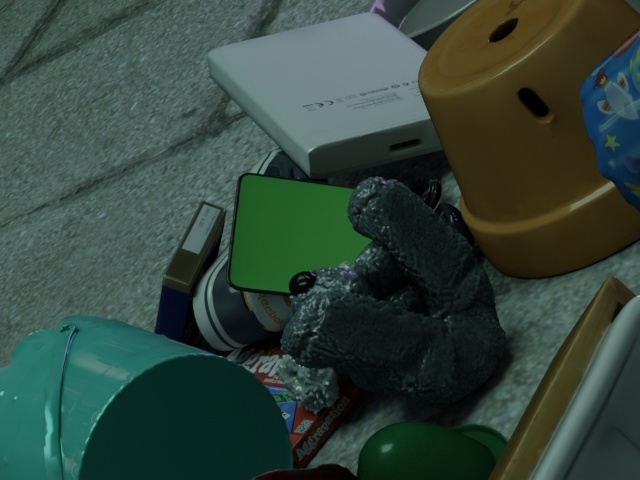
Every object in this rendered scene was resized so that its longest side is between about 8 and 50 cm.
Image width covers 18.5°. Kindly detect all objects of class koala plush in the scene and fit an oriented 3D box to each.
[{"bbox_3d":[0.044,0.077,1.869,0.221,0.203,0.196,-20,39,60],"label":"koala plush"}]

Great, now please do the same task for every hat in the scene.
[{"bbox_3d":[0.048,0.168,1.672,0.173,0.183,0.208,-36,23,4],"label":"hat"}]

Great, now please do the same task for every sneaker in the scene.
[{"bbox_3d":[-0.026,-0.003,2.181,0.127,0.126,0.321,-19,30,31],"label":"sneaker"}]

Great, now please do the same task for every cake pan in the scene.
[{"bbox_3d":[0.185,-0.335,2.570,0.293,0.054,0.293,-31,24,16],"label":"cake pan"}]

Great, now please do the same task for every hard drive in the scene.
[{"bbox_3d":[0.031,-0.177,2.330,0.233,0.047,0.353,-15,28,-16],"label":"hard drive"}]

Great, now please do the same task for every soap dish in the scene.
[{"bbox_3d":[0.211,0.203,1.338,0.118,0.229,0.291,-36,16,52],"label":"soap dish"}]

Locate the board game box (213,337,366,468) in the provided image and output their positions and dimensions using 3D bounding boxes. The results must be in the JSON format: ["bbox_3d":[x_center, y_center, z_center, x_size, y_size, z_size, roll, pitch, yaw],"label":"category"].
[{"bbox_3d":[-0.058,0.162,2.044,0.145,0.027,0.281,-48,24,-24],"label":"board game box"}]

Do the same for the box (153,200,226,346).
[{"bbox_3d":[-0.155,0.082,2.201,0.136,0.036,0.225,-67,-5,-48],"label":"box"}]

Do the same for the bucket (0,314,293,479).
[{"bbox_3d":[-0.173,0.213,1.825,0.183,0.281,0.281,5,48,52],"label":"bucket"}]

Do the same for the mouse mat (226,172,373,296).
[{"bbox_3d":[0.000,0.000,2.070,0.007,0.189,0.152,105,172,-54],"label":"mouse mat"}]

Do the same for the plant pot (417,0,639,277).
[{"bbox_3d":[0.230,-0.133,1.940,0.291,0.203,0.291,-32,24,16],"label":"plant pot"}]

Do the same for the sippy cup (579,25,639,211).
[{"bbox_3d":[0.356,-0.127,1.708,0.224,0.240,0.305,-33,18,38],"label":"sippy cup"}]

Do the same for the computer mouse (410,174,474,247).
[{"bbox_3d":[0.126,-0.016,2.099,0.071,0.041,0.242,-60,13,15],"label":"computer mouse"}]

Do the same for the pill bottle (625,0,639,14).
[{"bbox_3d":[0.306,-0.308,2.179,0.181,0.181,0.323,-41,23,-5],"label":"pill bottle"}]
